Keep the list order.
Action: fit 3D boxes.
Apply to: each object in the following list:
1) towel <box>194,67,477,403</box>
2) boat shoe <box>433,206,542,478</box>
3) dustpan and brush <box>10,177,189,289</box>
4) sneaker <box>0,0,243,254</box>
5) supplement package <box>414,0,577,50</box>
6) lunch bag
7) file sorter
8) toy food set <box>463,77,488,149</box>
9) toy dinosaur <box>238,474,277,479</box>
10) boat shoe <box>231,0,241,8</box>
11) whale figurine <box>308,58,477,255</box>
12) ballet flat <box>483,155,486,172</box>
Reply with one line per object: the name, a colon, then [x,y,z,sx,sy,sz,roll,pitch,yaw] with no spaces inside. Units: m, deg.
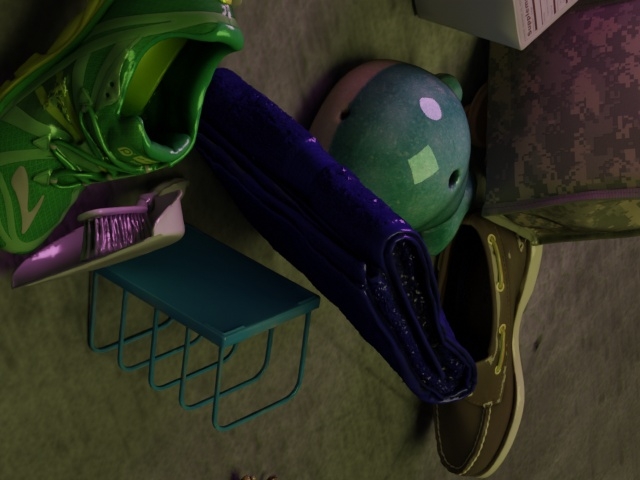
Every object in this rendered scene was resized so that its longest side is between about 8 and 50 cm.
towel: [0.000,0.000,1.420,0.076,0.308,0.227,-36,136,-10]
boat shoe: [0.171,0.119,1.861,0.097,0.117,0.324,-6,110,-45]
dustpan and brush: [-0.156,-0.018,1.382,0.211,0.147,0.060,-14,85,-65]
sneaker: [-0.170,-0.090,1.250,0.109,0.123,0.295,13,126,-49]
supplement package: [0.211,-0.321,1.636,0.244,0.139,0.134,-41,137,-28]
lunch bag: [0.327,-0.132,1.712,0.169,0.287,0.235,24,65,-54]
file sorter: [-0.107,0.075,1.434,0.118,0.170,0.104,-21,129,-45]
toy food set: [0.183,-0.140,1.804,0.082,0.020,0.083,34,82,-54]
toy dinosaur: [-0.063,0.313,1.739,0.093,0.053,0.183,-16,116,-28]
boat shoe: [-0.139,-0.266,1.251,0.305,0.109,0.091,37,54,-61]
whale figurine: [0.098,-0.064,1.636,0.216,0.141,0.272,-61,144,-8]
ballet flat: [0.226,-0.076,1.881,0.168,0.057,0.052,52,40,-55]
